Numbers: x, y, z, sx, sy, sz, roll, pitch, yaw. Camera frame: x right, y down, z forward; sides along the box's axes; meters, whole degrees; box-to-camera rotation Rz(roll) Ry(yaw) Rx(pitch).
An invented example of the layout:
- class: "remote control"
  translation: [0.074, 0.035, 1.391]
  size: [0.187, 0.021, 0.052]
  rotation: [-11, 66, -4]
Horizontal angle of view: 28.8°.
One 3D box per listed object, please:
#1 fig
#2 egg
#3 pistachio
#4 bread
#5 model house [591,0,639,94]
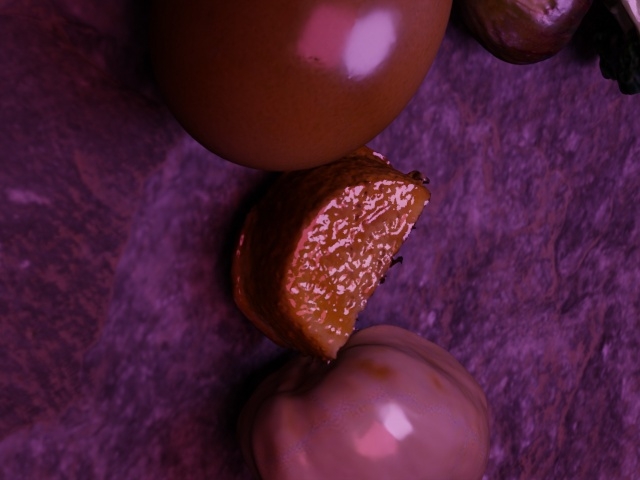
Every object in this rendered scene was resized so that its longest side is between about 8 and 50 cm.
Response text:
- class: "fig"
  translation: [0.169, -0.287, 1.301]
  size: [0.245, 0.149, 0.149]
  rotation: [28, 90, -17]
- class: "egg"
  translation: [-0.010, -0.212, 1.116]
  size: [0.322, 0.250, 0.250]
  rotation: [-53, 127, -14]
- class: "pistachio"
  translation: [0.055, 0.210, 1.338]
  size: [0.321, 0.229, 0.237]
  rotation: [9, 77, -47]
- class: "bread"
  translation: [0.000, 0.000, 1.266]
  size: [0.139, 0.143, 0.229]
  rotation: [34, 84, -38]
- class: "model house"
  translation: [0.361, -0.301, 1.384]
  size: [0.195, 0.214, 0.189]
  rotation: [-30, 109, 15]
